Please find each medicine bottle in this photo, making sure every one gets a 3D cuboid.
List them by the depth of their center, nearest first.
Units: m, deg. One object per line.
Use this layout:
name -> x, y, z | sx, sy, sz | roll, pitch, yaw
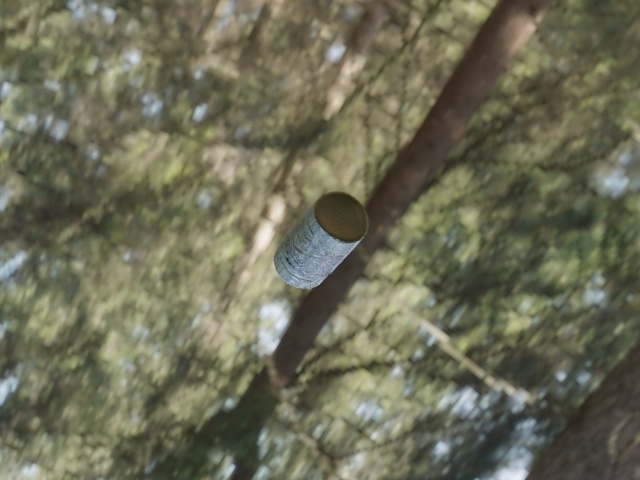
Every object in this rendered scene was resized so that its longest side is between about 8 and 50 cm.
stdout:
medicine bottle -> 0.000, 0.000, 1.356 | 0.047, 0.083, 0.047 | 12, -121, -21
